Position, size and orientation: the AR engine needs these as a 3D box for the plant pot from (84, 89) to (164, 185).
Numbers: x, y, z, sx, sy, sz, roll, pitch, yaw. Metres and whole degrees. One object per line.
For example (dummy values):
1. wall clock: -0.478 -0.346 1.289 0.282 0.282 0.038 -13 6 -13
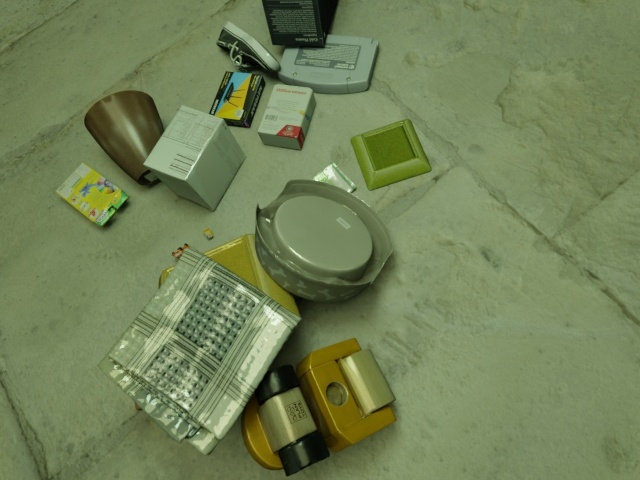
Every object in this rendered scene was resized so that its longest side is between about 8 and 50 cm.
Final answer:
1. plant pot: -0.553 -0.291 1.323 0.215 0.215 0.230 -31 82 -3

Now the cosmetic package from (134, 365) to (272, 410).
1. cosmetic package: -0.285 0.302 1.061 0.296 0.153 0.129 -21 68 4

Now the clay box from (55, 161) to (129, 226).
1. clay box: -0.697 -0.136 1.353 0.222 0.053 0.127 33 78 18

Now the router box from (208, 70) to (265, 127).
1. router box: -0.267 -0.454 1.401 0.133 0.046 0.179 10 71 13

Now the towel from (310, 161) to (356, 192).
1. towel: 0.012 -0.144 1.246 0.152 0.023 0.113 -38 67 -5

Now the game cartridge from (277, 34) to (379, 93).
1. game cartridge: 0.022 -0.562 1.389 0.297 0.062 0.198 11 76 14

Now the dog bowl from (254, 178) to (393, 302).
1. dog bowl: 0.000 0.000 1.065 0.348 0.102 0.349 14 43 -14

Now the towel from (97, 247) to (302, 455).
1. towel: -0.251 0.211 0.882 0.312 0.056 0.324 31 79 14

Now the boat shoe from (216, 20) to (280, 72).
1. boat shoe: -0.246 -0.607 1.415 0.105 0.113 0.306 -50 62 9

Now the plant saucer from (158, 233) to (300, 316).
1. plant saucer: -0.247 0.124 1.036 0.332 0.081 0.333 -23 41 -3

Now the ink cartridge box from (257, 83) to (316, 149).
1. ink cartridge box: -0.098 -0.375 1.326 0.127 0.072 0.175 12 72 15

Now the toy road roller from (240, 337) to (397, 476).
1. toy road roller: -0.020 0.383 0.985 0.329 0.240 0.203 -10 61 -35

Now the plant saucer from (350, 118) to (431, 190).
1. plant saucer: 0.197 -0.258 1.244 0.188 0.045 0.188 -18 67 3

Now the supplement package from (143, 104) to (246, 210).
1. supplement package: -0.351 -0.232 1.251 0.149 0.194 0.203 22 74 18

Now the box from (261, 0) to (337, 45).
1. box: -0.060 -0.836 1.336 0.178 0.312 0.343 6 58 13

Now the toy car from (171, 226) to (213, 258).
1. toy car: -0.359 0.015 1.236 0.122 0.060 0.040 -34 99 3
